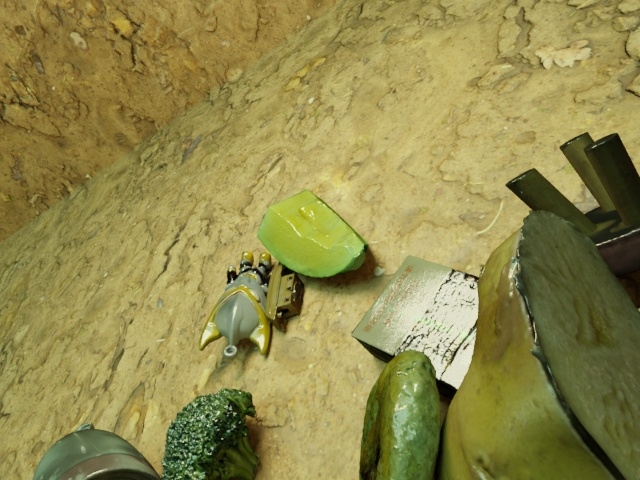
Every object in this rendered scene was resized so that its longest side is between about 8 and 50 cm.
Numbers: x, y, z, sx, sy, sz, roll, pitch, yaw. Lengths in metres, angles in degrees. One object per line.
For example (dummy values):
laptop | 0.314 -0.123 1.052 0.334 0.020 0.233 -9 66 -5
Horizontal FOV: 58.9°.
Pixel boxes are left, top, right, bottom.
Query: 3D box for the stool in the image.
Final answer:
stool | 0.434 -0.073 0.828 0.272 0.178 0.272 -31 1 1

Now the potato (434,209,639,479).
potato | 0.236 0.207 0.680 0.296 0.290 0.397 -42 62 38

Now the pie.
pie | 0.097 0.298 0.790 0.070 0.323 0.323 13 50 0

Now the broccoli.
broccoli | -0.197 0.377 1.040 0.198 0.176 0.226 -56 43 9

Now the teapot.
teapot | -0.461 0.532 1.118 0.312 0.233 0.315 12 88 57

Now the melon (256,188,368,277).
melon | 0.000 0.000 1.299 0.196 0.124 0.323 -33 41 -16

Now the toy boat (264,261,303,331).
toy boat | -0.080 0.118 1.312 0.077 0.057 0.200 -19 39 21

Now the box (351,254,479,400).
box | 0.220 0.153 0.961 0.198 0.084 0.310 -52 35 -15

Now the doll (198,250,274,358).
doll | -0.176 0.147 1.339 0.316 0.145 0.103 -80 17 -50

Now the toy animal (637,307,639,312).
toy animal | 0.470 0.125 0.733 0.233 0.121 0.169 25 87 43
